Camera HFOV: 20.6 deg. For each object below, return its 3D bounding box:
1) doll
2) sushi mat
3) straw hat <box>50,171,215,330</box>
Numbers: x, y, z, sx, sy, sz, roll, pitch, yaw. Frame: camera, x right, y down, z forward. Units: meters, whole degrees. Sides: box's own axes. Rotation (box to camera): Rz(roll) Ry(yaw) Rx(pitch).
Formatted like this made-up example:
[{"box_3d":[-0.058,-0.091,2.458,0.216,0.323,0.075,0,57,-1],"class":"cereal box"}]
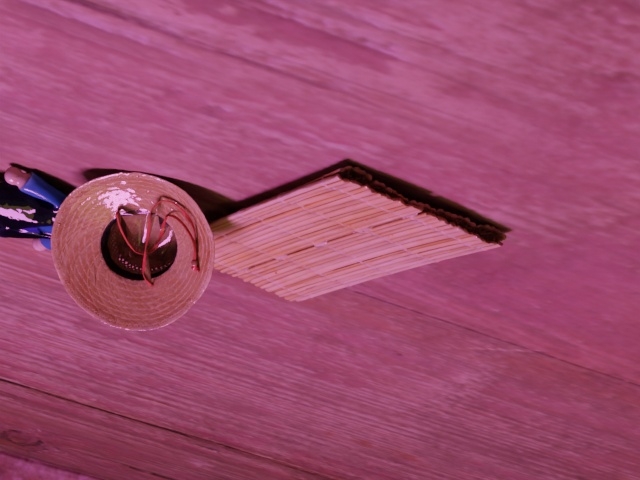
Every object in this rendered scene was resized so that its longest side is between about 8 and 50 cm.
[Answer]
[{"box_3d":[-0.259,-0.022,1.512,0.189,0.046,0.129,3,151,12],"class":"doll"},{"box_3d":[0.000,0.000,1.429,0.151,0.019,0.316,24,159,-25],"class":"sushi mat"},{"box_3d":[-0.144,0.000,1.456,0.144,0.144,0.061,10,-158,12],"class":"straw hat"}]
